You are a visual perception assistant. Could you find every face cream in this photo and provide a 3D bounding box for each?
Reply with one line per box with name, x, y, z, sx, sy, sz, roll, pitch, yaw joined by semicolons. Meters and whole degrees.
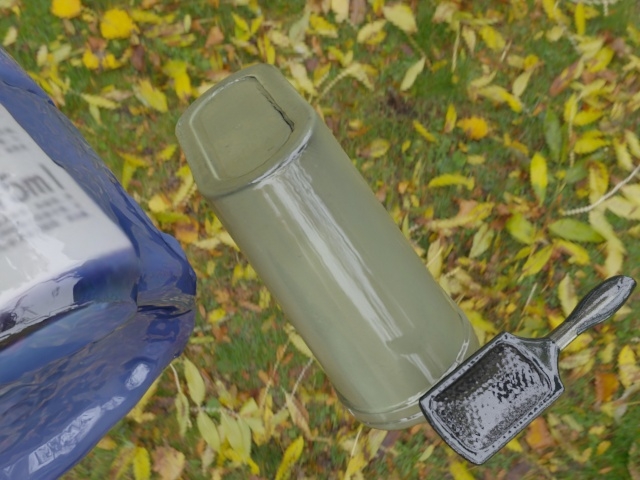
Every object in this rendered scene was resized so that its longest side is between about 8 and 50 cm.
face cream;-0.220;0.026;0.529;0.249;0.249;0.225;-39;73;-13

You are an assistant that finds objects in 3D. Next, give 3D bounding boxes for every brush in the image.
brush;0.156;0.080;0.697;0.193;0.016;0.063;-36;69;-21

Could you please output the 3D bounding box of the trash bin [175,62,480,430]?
trash bin;0.000;0.000;0.786;0.121;0.243;0.247;-35;119;1
